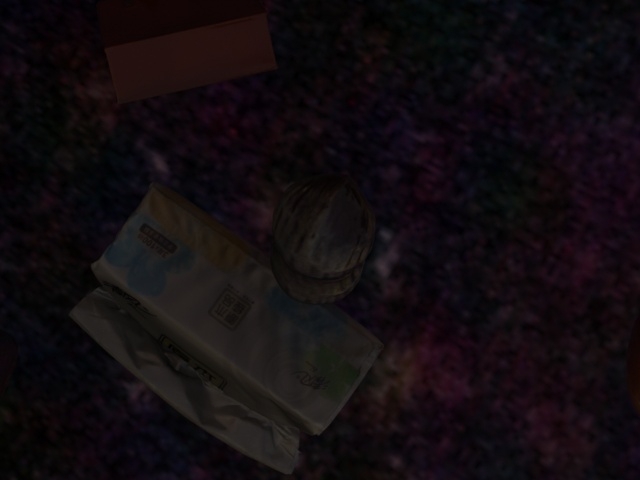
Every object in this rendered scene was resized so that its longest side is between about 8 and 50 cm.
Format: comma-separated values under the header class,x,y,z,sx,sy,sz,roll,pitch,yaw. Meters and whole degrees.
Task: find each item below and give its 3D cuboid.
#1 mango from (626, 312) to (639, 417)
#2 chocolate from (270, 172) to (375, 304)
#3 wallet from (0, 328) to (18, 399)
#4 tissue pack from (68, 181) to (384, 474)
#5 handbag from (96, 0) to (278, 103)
class,x,y,z,sx,sy,sz,roll,pitch,yaw
mango,0.393,0.115,1.708,0.201,0.199,0.350,-38,174,11
chocolate,0.000,0.000,1.278,0.072,0.072,0.167,-44,173,-14
wallet,-0.338,0.166,1.425,0.228,0.062,0.406,-59,178,-2
tissue pack,-0.082,0.076,1.514,0.145,0.229,0.159,-54,-179,-4
handbag,-0.108,-0.163,1.444,0.127,0.190,0.063,-13,109,-3
